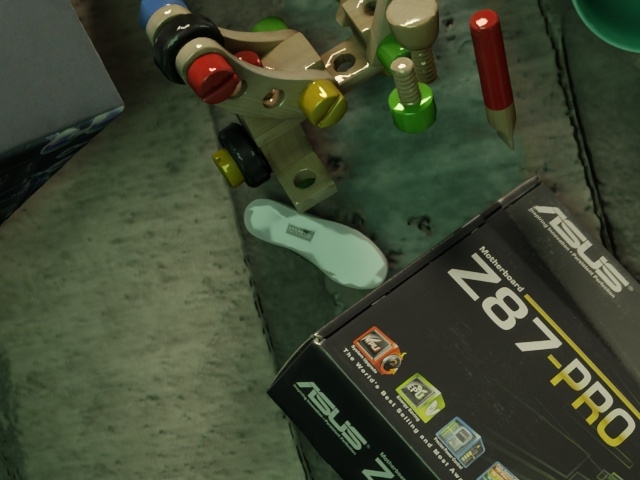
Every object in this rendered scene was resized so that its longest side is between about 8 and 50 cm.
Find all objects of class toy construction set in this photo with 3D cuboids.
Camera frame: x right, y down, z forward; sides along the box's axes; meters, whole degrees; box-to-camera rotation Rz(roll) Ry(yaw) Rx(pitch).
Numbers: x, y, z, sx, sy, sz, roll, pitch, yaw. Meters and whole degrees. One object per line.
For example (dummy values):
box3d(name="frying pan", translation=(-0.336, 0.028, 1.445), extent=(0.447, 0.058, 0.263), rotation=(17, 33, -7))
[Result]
box3d(name="toy construction set", translation=(0.027, -0.132, 1.646), extent=(0.309, 0.257, 0.237), rotation=(25, 150, 32))

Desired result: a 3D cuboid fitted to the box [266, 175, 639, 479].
box3d(name="box", translation=(0.195, 0.172, 1.547), extent=(0.395, 0.318, 0.097), rotation=(48, 134, 9))

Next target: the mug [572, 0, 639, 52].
box3d(name="mug", translation=(0.258, -0.238, 1.564), extent=(0.129, 0.097, 0.158), rotation=(-10, 122, 17))

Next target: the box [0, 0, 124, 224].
box3d(name="box", translation=(-0.398, -0.083, 1.665), extent=(0.212, 0.293, 0.395), rotation=(61, 145, 4))

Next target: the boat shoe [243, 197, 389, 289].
box3d(name="boat shoe", translation=(0.000, 0.000, 1.745), extent=(0.142, 0.040, 0.049), rotation=(27, 97, 15))
